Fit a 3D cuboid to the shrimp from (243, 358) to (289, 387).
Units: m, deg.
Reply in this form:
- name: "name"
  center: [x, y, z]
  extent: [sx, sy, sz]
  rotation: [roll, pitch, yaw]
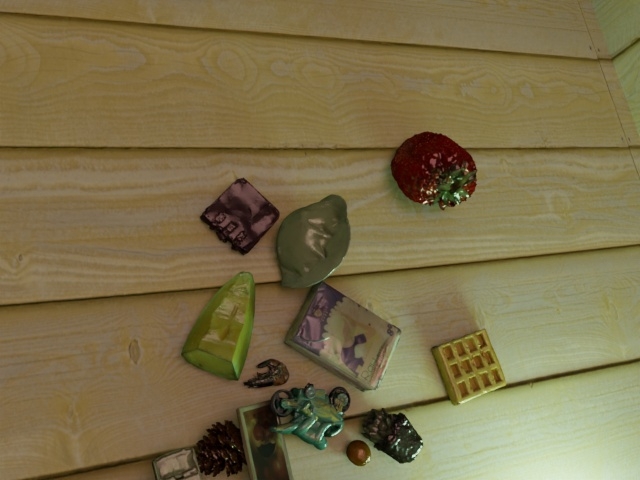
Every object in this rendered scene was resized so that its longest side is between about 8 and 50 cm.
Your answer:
- name: "shrimp"
  center: [-0.178, 0.430, 1.876]
  extent: [0.161, 0.034, 0.091]
  rotation: [-6, 62, -30]

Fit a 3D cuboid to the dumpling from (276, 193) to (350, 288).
- name: "dumpling"
  center: [-0.009, -0.001, 2.007]
  extent: [0.270, 0.212, 0.320]
  rotation: [-5, 86, 14]

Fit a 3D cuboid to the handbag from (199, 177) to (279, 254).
- name: "handbag"
  center: [-0.272, -0.080, 1.994]
  extent: [0.203, 0.074, 0.216]
  rotation: [41, 64, -4]

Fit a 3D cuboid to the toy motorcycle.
- name: "toy motorcycle"
  center: [-0.031, 0.556, 1.847]
  extent: [0.297, 0.109, 0.198]
  rotation: [13, 67, -30]

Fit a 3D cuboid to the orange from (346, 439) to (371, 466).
- name: "orange"
  center: [0.123, 0.683, 1.876]
  extent: [0.085, 0.085, 0.085]
  rotation: [7, 69, -19]

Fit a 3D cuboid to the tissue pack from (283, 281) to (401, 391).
- name: "tissue pack"
  center: [0.080, 0.323, 1.960]
  extent: [0.344, 0.125, 0.242]
  rotation: [34, 62, -10]

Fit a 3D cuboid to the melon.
- name: "melon"
  center: [-0.286, 0.257, 1.842]
  extent: [0.196, 0.124, 0.323]
  rotation: [27, 58, -12]

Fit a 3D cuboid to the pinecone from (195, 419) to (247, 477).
- name: "pinecone"
  center: [-0.286, 0.611, 1.698]
  extent: [0.174, 0.173, 0.173]
  rotation: [7, 69, -19]

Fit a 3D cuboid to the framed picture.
- name: "framed picture"
  center: [-0.160, 0.630, 1.740]
  extent: [0.211, 0.020, 0.289]
  rotation: [14, 59, -63]

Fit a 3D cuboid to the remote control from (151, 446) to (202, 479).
- name: "remote control"
  center: [-0.365, 0.710, 1.578]
  extent: [0.123, 0.038, 0.285]
  rotation: [-15, 75, -26]

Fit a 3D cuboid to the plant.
- name: "plant"
  center: [0.234, 0.630, 1.908]
  extent: [0.194, 0.132, 0.129]
  rotation: [41, 60, -9]

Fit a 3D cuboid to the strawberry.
- name: "strawberry"
  center: [0.426, -0.296, 2.259]
  extent: [0.312, 0.267, 0.351]
  rotation: [0, 47, -16]

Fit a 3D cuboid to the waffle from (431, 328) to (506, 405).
- name: "waffle"
  center: [0.546, 0.458, 2.134]
  extent: [0.248, 0.055, 0.221]
  rotation: [-14, 77, -26]
